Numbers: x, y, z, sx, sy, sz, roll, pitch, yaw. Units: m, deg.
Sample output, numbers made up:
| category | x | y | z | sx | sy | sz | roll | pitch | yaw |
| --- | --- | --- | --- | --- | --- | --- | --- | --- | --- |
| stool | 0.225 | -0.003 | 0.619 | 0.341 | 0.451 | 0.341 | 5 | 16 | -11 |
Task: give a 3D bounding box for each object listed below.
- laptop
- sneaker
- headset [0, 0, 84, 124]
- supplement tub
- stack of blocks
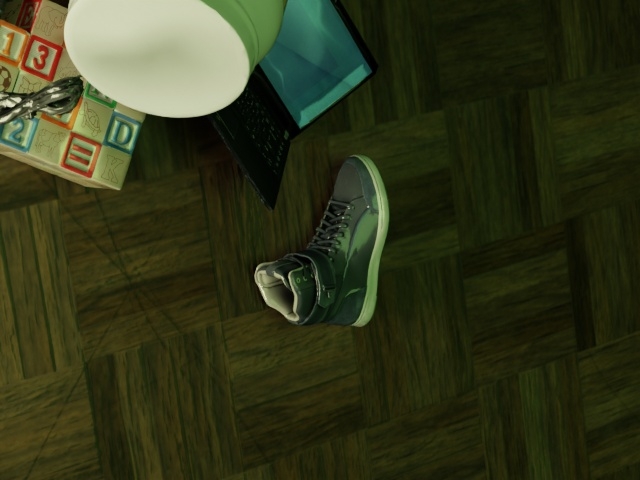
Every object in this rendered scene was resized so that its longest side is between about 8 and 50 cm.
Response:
| category | x | y | z | sx | sy | sz | roll | pitch | yaw |
| --- | --- | --- | --- | --- | --- | --- | --- | --- | --- |
| laptop | -0.049 | -0.214 | 2.147 | 0.234 | 0.136 | 0.264 | 57 | 23 | -25 |
| sneaker | 0.001 | 0.001 | 2.242 | 0.163 | 0.086 | 0.226 | 0 | 95 | -39 |
| headset | -0.342 | -0.314 | 1.773 | 0.243 | 0.185 | 0.394 | -17 | 100 | -57 |
| supplement tub | -0.143 | -0.325 | 1.946 | 0.241 | 0.241 | 0.331 | 41 | 45 | -32 |
| stack of blocks | -0.340 | -0.185 | 1.971 | 0.297 | 0.087 | 0.171 | 21 | 81 | -36 |
